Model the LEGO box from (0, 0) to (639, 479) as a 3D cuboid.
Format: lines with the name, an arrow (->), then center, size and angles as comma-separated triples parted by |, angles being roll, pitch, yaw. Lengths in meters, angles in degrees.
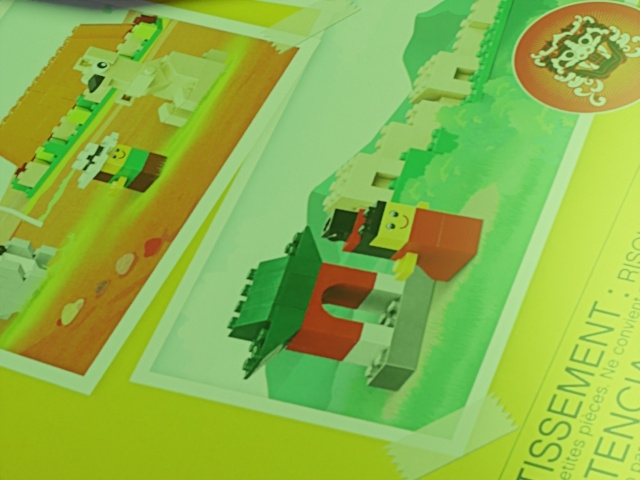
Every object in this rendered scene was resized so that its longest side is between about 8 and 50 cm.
LEGO box -> 0.000, 0.000, 0.683 | 0.372, 0.193, 0.500 | 14, 55, 23
